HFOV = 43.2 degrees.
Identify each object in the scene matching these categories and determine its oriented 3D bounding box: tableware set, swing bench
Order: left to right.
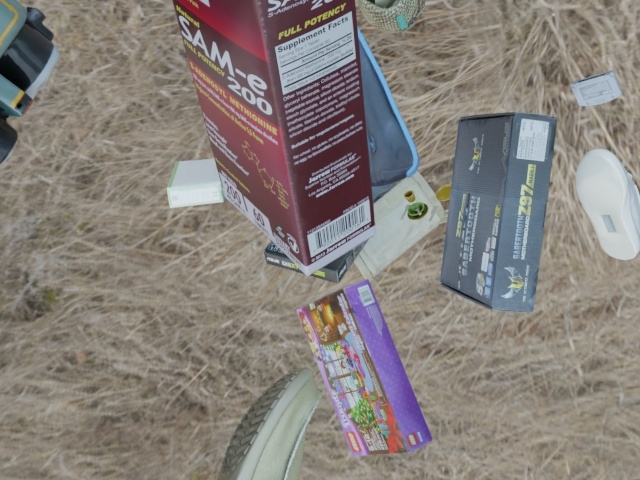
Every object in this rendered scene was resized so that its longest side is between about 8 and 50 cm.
[{"bbox_3d":[0.123,-0.078,1.971,0.253,0.165,0.255,-39,49,-7],"label":"swing bench"},{"bbox_3d":[0.241,-0.085,1.691,0.154,0.104,0.024,3,142,38],"label":"tableware set"}]

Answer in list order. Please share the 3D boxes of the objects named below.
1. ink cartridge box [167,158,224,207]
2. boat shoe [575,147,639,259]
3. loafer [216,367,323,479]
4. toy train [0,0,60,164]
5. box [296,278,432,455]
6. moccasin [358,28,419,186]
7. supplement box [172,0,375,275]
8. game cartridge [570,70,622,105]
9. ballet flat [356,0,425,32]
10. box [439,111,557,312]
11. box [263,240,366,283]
[{"bbox_3d":[-0.217,-0.141,1.818,0.235,0.171,0.056,-5,115,0],"label":"ink cartridge box"},{"bbox_3d":[0.386,-0.056,1.050,0.066,0.063,0.184,0,135,45],"label":"boat shoe"},{"bbox_3d":[-0.061,0.262,0.850,0.092,0.268,0.102,33,157,-11],"label":"loafer"},{"bbox_3d":[-0.386,-0.204,0.697,0.142,0.190,0.334,10,156,50],"label":"toy train"},{"bbox_3d":[0.070,0.231,1.423,0.201,0.057,0.293,-32,78,60],"label":"box"},{"bbox_3d":[0.054,-0.252,1.377,0.117,0.138,0.341,-25,72,5],"label":"moccasin"},{"bbox_3d":[-0.032,-0.104,0.580,0.130,0.073,0.239,41,153,39],"label":"supplement box"},{"bbox_3d":[0.516,-0.281,1.508,0.083,0.017,0.056,-10,119,41],"label":"game cartridge"},{"bbox_3d":[0.057,-0.617,1.494,0.164,0.182,0.482,-26,87,11],"label":"ballet flat"},{"bbox_3d":[0.216,-0.040,1.009,0.059,0.183,0.232,5,96,-11],"label":"box"},{"bbox_3d":[0.000,0.000,1.792,0.184,0.190,0.045,14,136,27],"label":"box"}]
